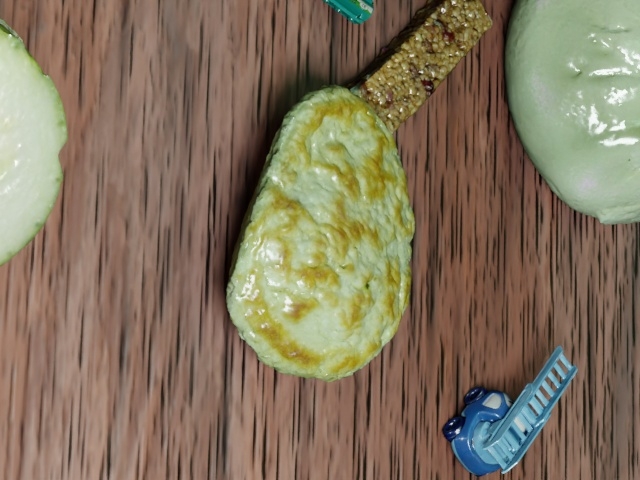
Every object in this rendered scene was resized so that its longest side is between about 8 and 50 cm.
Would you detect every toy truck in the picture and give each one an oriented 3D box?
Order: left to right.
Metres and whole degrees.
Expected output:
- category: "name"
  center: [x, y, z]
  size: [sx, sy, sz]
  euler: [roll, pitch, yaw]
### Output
- category: "toy truck"
  center: [0.014, -0.231, 1.751]
  size: [0.083, 0.039, 0.044]
  euler: [33, 78, -31]
- category: "toy truck"
  center: [0.175, 0.155, 1.787]
  size: [0.063, 0.074, 0.136]
  euler: [50, 56, -20]

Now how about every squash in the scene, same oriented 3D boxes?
- category: "squash"
  center: [-0.291, -0.067, 1.421]
  size: [0.219, 0.041, 0.219]
  euler: [-13, 117, -27]

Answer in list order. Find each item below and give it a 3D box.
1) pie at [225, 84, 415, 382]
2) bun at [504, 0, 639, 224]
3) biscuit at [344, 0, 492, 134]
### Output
- category: "pie"
  center: [0.000, 0.000, 1.671]
  size: [0.201, 0.090, 0.248]
  euler: [37, 62, -39]
- category: "bun"
  center: [0.323, -0.163, 1.883]
  size: [0.293, 0.187, 0.293]
  euler: [5, 82, -37]
- category: "biscuit"
  center: [0.088, -0.163, 1.797]
  size: [0.199, 0.034, 0.064]
  euler: [-46, 110, -32]
